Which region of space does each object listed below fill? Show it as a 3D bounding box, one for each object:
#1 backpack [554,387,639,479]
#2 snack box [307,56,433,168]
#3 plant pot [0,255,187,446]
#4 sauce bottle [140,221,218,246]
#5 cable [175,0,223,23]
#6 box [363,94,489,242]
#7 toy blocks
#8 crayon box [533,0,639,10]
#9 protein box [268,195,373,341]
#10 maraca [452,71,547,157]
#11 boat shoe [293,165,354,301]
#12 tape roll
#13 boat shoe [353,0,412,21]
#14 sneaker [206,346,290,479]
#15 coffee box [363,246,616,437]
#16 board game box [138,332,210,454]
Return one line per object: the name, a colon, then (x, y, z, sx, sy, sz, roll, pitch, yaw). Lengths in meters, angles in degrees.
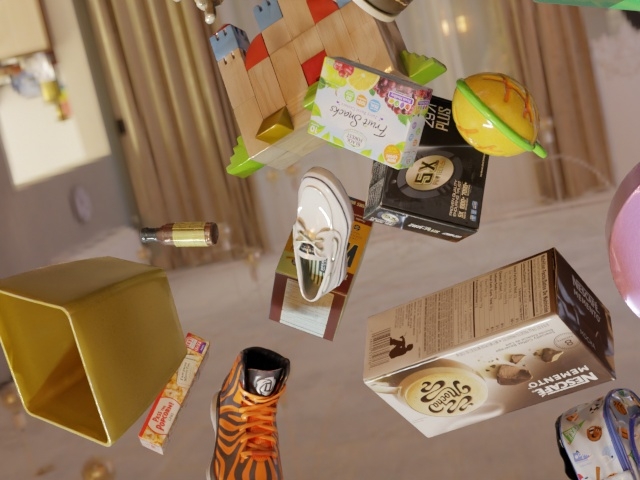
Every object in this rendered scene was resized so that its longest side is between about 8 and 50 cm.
backpack: (0.525, 0.384, 1.882, 0.213, 0.263, 0.276, -35, 164, 20)
snack box: (0.058, -0.156, 1.346, 0.141, 0.100, 0.037, 25, -158, 31)
plant pot: (-0.314, 0.131, 1.562, 0.212, 0.212, 0.187, 9, -150, 42)
sauce bottle: (-0.231, -0.011, 1.813, 0.128, 0.042, 0.042, 1, -165, 18)
cable: (-0.135, -0.361, 1.212, 0.072, 0.139, 0.287, -23, -144, 19)
box: (0.152, -0.104, 1.548, 0.147, 0.180, 0.077, 15, 165, -13)
toy blocks: (-0.017, -0.302, 1.810, 0.381, 0.261, 0.190, -29, 158, 25)
crayon box: (0.403, -0.430, 1.223, 0.106, 0.363, 0.313, 32, 175, -37)
protein box: (0.003, 0.043, 2.058, 0.136, 0.200, 0.201, 19, 151, 3)
maraca: (0.234, -0.158, 1.431, 0.099, 0.127, 0.185, -44, 152, 18)
boat shoe: (0.000, 0.000, 1.609, 0.083, 0.226, 0.076, 18, -132, 27)
tape roll: (0.531, -0.001, 1.507, 0.274, 0.275, 0.090, -10, -161, 14)
boat shoe: (0.034, -0.413, 1.390, 0.091, 0.305, 0.109, -23, -155, 33)
sneaker: (-0.112, 0.299, 1.810, 0.124, 0.180, 0.321, 6, -144, -21)
coffee box: (0.228, 0.145, 1.509, 0.297, 0.168, 0.119, -23, -139, 29)
board game box: (-0.250, 0.266, 1.911, 0.045, 0.193, 0.147, 24, 162, 1)
